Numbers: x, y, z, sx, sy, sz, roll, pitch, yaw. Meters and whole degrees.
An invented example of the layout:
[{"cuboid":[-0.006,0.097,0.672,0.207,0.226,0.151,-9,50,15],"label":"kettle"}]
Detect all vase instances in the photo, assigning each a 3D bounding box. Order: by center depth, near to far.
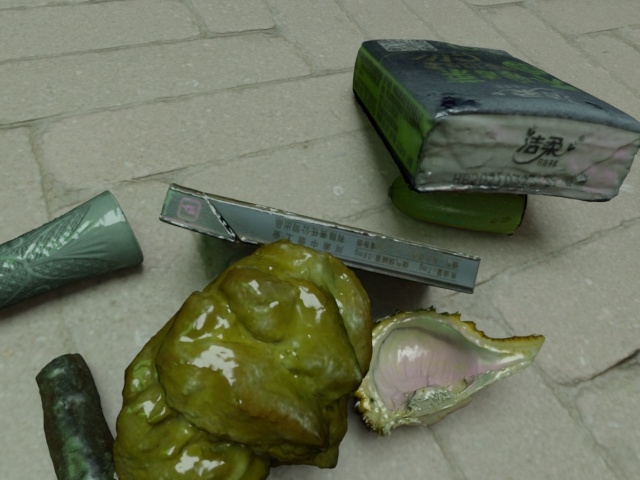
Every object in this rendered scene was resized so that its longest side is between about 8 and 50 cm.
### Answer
[{"cuboid":[-0.323,0.028,0.527,0.219,0.096,0.096,-27,62,-24],"label":"vase"}]

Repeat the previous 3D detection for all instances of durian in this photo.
[{"cuboid":[0.134,0.141,0.517,0.224,0.078,0.140,-10,44,3],"label":"durian"}]

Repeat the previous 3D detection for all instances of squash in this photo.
[{"cuboid":[0.193,-0.061,0.689,0.187,0.095,0.095,5,52,-3],"label":"squash"}]

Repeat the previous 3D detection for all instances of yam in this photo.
[{"cuboid":[-0.198,0.221,0.420,0.061,0.061,0.274,-23,59,-25],"label":"yam"}]

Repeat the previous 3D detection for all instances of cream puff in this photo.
[{"cuboid":[-0.063,0.114,0.422,0.196,0.244,0.244,22,51,-11],"label":"cream puff"}]

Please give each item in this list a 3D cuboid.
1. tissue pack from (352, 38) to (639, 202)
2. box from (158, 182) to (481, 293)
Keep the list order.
[{"cuboid":[0.224,-0.203,0.710,0.287,0.124,0.394,0,33,-10],"label":"tissue pack"},{"cuboid":[0.000,0.000,0.557,0.324,0.180,0.047,13,90,0],"label":"box"}]
